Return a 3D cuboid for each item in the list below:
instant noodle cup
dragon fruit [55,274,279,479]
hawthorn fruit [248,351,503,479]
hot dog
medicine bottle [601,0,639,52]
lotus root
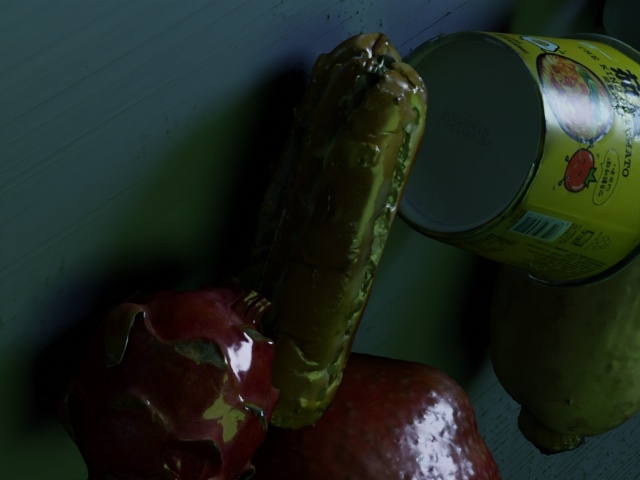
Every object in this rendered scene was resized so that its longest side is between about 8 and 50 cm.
[{"bbox_3d":[0.132,-0.063,1.277,0.144,0.182,0.182,8,110,-49],"label":"instant noodle cup"},{"bbox_3d":[-0.090,0.088,1.131,0.133,0.136,0.166,46,62,-30],"label":"dragon fruit"},{"bbox_3d":[0.011,0.193,1.288,0.253,0.205,0.205,-36,144,-50],"label":"hawthorn fruit"},{"bbox_3d":[0.000,0.000,1.195,0.072,0.115,0.269,6,111,-32],"label":"hot dog"},{"bbox_3d":[0.309,-0.179,1.517,0.218,0.074,0.074,-7,122,-52],"label":"medicine bottle"},{"bbox_3d":[0.215,0.043,1.494,0.146,0.160,0.284,7,116,-15],"label":"lotus root"}]
